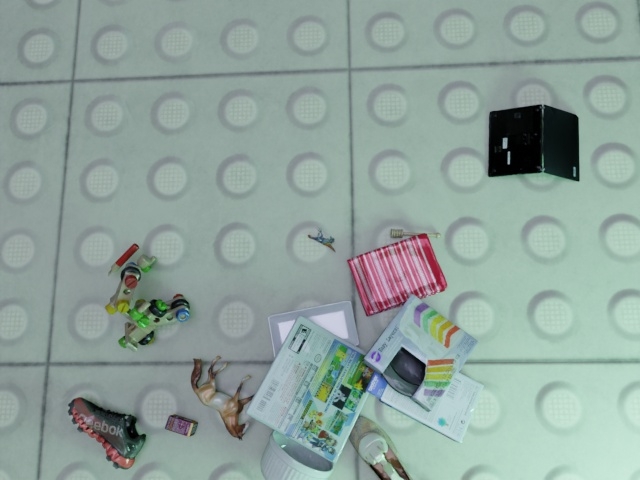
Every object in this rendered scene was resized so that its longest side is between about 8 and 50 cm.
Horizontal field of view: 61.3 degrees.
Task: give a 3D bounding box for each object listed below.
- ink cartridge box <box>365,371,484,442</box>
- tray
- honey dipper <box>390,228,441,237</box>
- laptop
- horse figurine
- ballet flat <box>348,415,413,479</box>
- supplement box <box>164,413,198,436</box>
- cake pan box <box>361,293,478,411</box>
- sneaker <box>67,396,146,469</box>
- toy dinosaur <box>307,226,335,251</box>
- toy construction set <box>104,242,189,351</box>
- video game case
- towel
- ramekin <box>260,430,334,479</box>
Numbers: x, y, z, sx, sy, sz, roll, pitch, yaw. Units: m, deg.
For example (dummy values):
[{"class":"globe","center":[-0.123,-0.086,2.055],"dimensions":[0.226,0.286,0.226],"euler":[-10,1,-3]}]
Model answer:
[{"class":"ink cartridge box","center":[0.310,0.449,1.627],"dimensions":[0.311,0.065,0.185],"euler":[27,73,6]},{"class":"tray","center":[-0.023,0.285,1.708],"dimensions":[0.271,0.030,0.145],"euler":[-11,78,2]},{"class":"honey dipper","center":[0.309,-0.021,1.748],"dimensions":[0.161,0.030,0.030],"euler":[1,79,1]},{"class":"laptop","center":[0.704,-0.313,1.785],"dimensions":[0.264,0.137,0.234],"euler":[-2,77,30]},{"class":"horse figurine","center":[-0.304,0.472,1.674],"dimensions":[0.263,0.066,0.174],"euler":[31,77,7]},{"class":"ballet flat","center":[0.192,0.652,1.582],"dimensions":[0.107,0.106,0.316],"euler":[-40,79,-4]},{"class":"supplement box","center":[-0.429,0.571,1.668],"dimensions":[0.083,0.055,0.043],"euler":[16,79,6]},{"class":"cake pan box","center":[0.292,0.334,1.603],"dimensions":[0.246,0.070,0.267],"euler":[37,73,14]},{"class":"sneaker","center":[-0.649,0.565,1.663],"dimensions":[0.276,0.097,0.135],"euler":[40,84,8]},{"class":"toy dinosaur","center":[0.000,0.000,1.760],"dimensions":[0.082,0.047,0.090],"euler":[-8,89,21]},{"class":"toy construction set","center":[-0.590,0.195,1.689],"dimensions":[0.237,0.257,0.309],"euler":[-43,58,8]},{"class":"video game case","center":[-0.013,0.437,1.612],"dimensions":[0.300,0.036,0.329],"euler":[29,71,1]},{"class":"towel","center":[0.244,0.108,1.714],"dimensions":[0.275,0.031,0.198],"euler":[-19,84,0]},{"class":"ramekin","center":[-0.075,0.647,1.557],"dimensions":[0.207,0.207,0.109],"euler":[29,91,9]}]
